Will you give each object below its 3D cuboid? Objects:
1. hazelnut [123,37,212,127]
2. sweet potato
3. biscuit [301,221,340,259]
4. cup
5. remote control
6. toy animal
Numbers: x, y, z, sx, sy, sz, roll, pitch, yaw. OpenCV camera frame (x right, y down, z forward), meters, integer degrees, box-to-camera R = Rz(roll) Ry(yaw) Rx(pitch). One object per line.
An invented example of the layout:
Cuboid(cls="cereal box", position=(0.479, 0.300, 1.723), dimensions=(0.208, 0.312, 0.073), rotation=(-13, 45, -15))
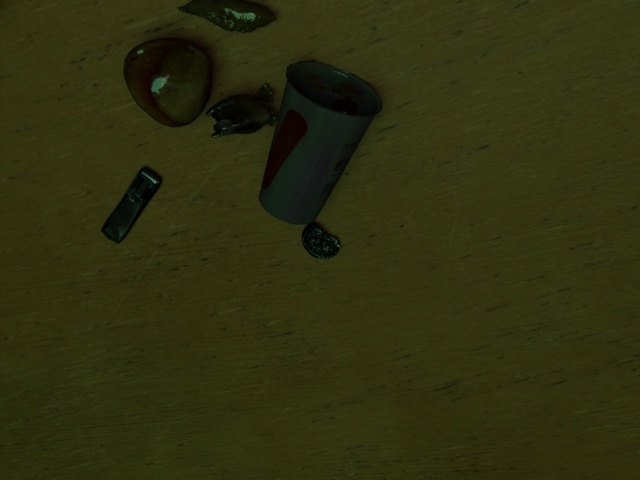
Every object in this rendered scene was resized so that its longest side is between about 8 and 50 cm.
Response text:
Cuboid(cls="hazelnut", position=(-0.296, -0.323, 1.476), dimensions=(0.182, 0.182, 0.182), rotation=(4, 116, 9))
Cuboid(cls="sweet potato", position=(-0.185, -0.443, 1.448), dimensions=(0.205, 0.060, 0.068), rotation=(15, 84, 15))
Cuboid(cls="biscuit", position=(0.000, 0.000, 1.642), dimensions=(0.087, 0.027, 0.089), rotation=(2, 116, 11))
Cuboid(cls="cup", position=(-0.021, -0.184, 1.479), dimensions=(0.203, 0.203, 0.288), rotation=(23, 124, 0))
Cuboid(cls="remote control", position=(-0.432, -0.077, 1.689), dimensions=(0.059, 0.028, 0.212), rotation=(36, 117, -8))
Cuboid(cls="toy animal", position=(-0.179, -0.245, 1.483), dimensions=(0.188, 0.179, 0.089), rotation=(5, 117, 38))
